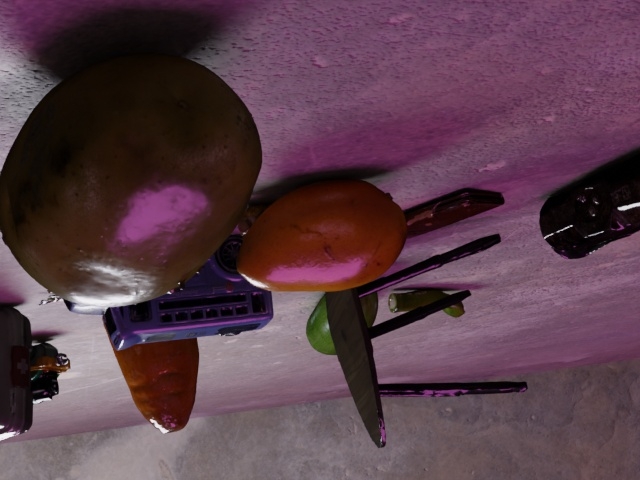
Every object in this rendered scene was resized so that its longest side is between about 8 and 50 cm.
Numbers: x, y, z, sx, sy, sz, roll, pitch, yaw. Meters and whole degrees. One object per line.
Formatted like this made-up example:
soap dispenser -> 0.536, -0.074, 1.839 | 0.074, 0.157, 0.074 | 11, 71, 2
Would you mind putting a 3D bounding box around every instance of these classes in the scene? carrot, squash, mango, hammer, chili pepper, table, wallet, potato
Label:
carrot -> -0.278, 0.214, 2.117 | 0.159, 0.225, 0.159 | -9, 171, -1
squash -> 0.034, 0.149, 2.287 | 0.107, 0.107, 0.395 | -6, 167, -11
mango -> 0.000, 0.000, 1.561 | 0.219, 0.145, 0.112 | -16, -156, -10
hammer -> 0.543, -0.069, 1.805 | 0.408, 0.095, 0.242 | -9, 168, -25
chili pepper -> 0.209, 0.119, 2.395 | 0.201, 0.050, 0.052 | 7, 175, -43
table -> 0.167, 0.148, 1.958 | 0.249, 0.317, 0.317 | -13, 167, -9
wallet -> 0.167, -0.033, 1.787 | 0.176, 0.026, 0.095 | -19, 165, 40
potato -> -0.172, -0.054, 1.112 | 0.216, 0.216, 0.304 | -3, 153, -25

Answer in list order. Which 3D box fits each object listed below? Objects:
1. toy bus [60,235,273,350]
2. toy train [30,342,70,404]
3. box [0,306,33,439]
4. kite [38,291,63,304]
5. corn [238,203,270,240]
toy bus -> -0.219, 0.080, 1.769 | 0.292, 0.133, 0.125 | -5, 167, -16
toy train -> -0.553, 0.256, 2.275 | 0.227, 0.136, 0.091 | -11, 167, 19
box -> -0.531, 0.206, 1.937 | 0.148, 0.210, 0.129 | -17, 157, 26
kite -> -0.299, 0.075, 1.960 | 0.285, 0.015, 0.152 | -4, 163, -29
corn -> -0.027, -0.010, 1.667 | 0.207, 0.068, 0.068 | 6, 160, -44
